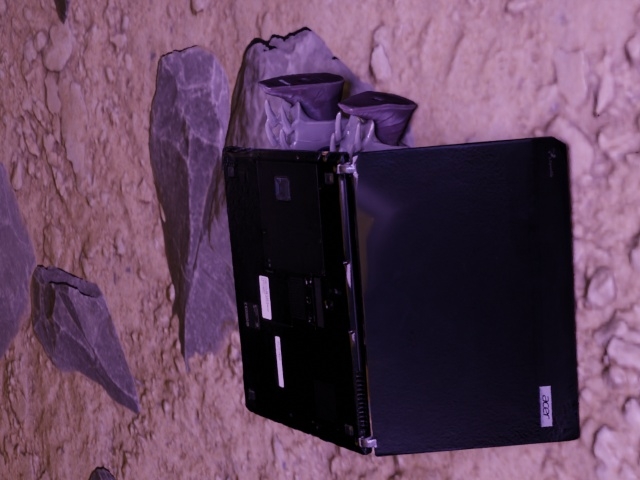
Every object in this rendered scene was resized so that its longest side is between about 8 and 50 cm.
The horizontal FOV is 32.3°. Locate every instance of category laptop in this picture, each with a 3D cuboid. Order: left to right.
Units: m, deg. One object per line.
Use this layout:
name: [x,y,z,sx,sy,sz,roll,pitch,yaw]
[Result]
laptop: [0.054,0.037,0.877,0.264,0.137,0.234,8,105,52]

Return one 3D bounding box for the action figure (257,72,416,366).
action figure: [0.000,0.000,0.975,0.185,0.099,0.285,26,121,37]
